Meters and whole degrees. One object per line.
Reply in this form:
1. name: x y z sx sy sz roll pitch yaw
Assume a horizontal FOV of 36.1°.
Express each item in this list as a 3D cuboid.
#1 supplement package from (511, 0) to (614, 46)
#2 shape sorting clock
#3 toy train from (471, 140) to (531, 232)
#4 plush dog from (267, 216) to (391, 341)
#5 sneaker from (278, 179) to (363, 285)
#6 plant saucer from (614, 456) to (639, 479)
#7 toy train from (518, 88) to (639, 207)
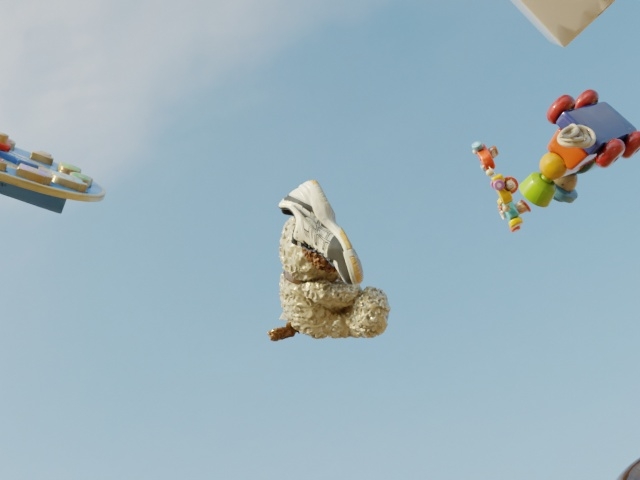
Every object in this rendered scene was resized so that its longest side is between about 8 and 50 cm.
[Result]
1. supplement package: 0.363 -0.488 1.640 0.177 0.175 0.293 -43 -84 13
2. shape sorting clock: -0.295 -0.078 0.894 0.206 0.206 0.040 16 -79 -33
3. toy train: 0.322 -0.097 1.724 0.046 0.125 0.166 -26 -60 6
4. plush dog: -0.013 0.055 1.761 0.211 0.262 0.225 -15 -68 -12
5. sneaker: 0.000 0.000 0.678 0.037 0.083 0.032 -29 -23 0
6. plant saucer: 0.294 0.139 0.558 0.311 0.050 0.310 -16 -2 0
7. toy train: 0.304 -0.100 1.252 0.248 0.105 0.143 -20 -29 -53
